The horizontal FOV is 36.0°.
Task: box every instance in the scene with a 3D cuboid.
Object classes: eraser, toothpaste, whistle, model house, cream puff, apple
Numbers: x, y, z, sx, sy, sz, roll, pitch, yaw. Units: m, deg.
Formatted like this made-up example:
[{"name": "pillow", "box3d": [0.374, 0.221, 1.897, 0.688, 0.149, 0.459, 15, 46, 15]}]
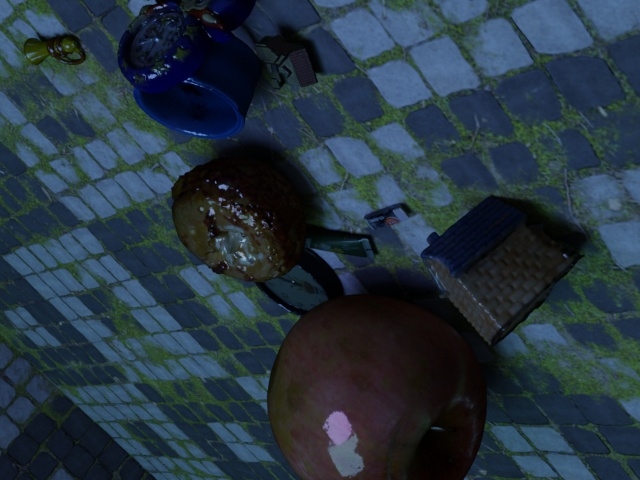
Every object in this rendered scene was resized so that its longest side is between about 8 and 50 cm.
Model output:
[{"name": "eraser", "box3d": [0.101, -0.035, 1.523, 0.027, 0.019, 0.099, 48, 146, -18]}, {"name": "toothpaste", "box3d": [0.000, 0.000, 1.657, 0.204, 0.031, 0.049, 10, 141, 33]}, {"name": "whistle", "box3d": [-0.443, -0.314, 1.653, 0.109, 0.046, 0.057, 4, 123, 32]}, {"name": "model house", "box3d": [-0.043, -0.246, 1.346, 0.058, 0.057, 0.083, 17, 142, 36]}, {"name": "cream puff", "box3d": [-0.131, -0.041, 1.606, 0.240, 0.164, 0.240, 14, 147, 9]}, {"name": "model house", "box3d": [0.236, 0.038, 1.382, 0.172, 0.166, 0.183, 45, 166, 14]}, {"name": "apple", "box3d": [0.085, 0.267, 1.633, 0.363, 0.364, 0.364, 25, 147, 17]}]

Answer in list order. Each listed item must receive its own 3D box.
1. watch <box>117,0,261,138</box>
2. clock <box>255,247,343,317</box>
[{"name": "watch", "box3d": [-0.171, -0.242, 1.396, 0.196, 0.171, 0.200, 11, 156, 32]}, {"name": "clock", "box3d": [-0.047, 0.073, 1.788, 0.184, 0.040, 0.184, 24, 147, 17]}]
